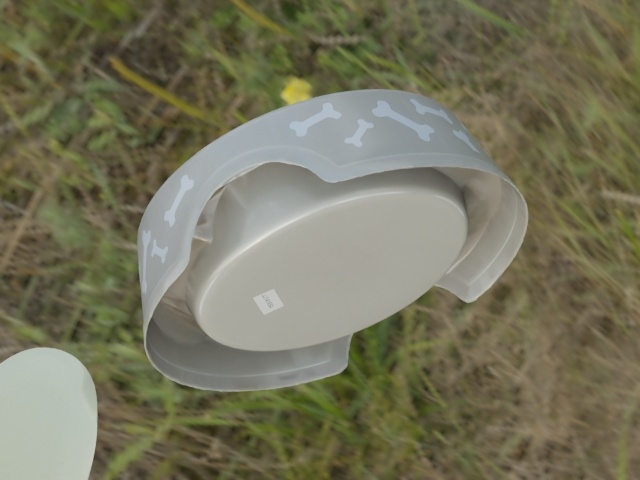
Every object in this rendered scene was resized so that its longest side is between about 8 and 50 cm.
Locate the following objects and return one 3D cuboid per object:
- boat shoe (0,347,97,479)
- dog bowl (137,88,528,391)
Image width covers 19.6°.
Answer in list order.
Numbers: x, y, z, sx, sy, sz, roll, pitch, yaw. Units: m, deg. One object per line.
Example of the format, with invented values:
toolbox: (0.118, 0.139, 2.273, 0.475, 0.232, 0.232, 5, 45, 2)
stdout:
boat shoe: (-0.103, 0.098, 0.568, 0.049, 0.043, 0.137, 18, 86, 1)
dog bowl: (0.000, 0.000, 1.605, 0.349, 0.349, 0.102, -30, 60, 14)
